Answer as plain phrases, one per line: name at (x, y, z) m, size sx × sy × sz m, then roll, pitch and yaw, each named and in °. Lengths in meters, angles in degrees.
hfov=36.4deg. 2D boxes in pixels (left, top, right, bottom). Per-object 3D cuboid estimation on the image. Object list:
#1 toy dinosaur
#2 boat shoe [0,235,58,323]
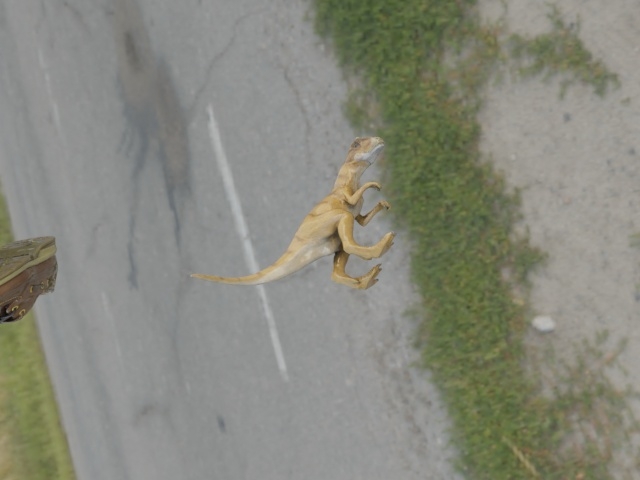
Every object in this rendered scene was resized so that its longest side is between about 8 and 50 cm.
toy dinosaur at (0.000, 0.000, 0.863) m, size 0.112 × 0.211 × 0.064 m, roll 34°, pitch 157°, yaw 17°
boat shoe at (-0.274, 0.044, 0.850) m, size 0.178 × 0.064 × 0.060 m, roll -58°, pitch -41°, yaw -73°
